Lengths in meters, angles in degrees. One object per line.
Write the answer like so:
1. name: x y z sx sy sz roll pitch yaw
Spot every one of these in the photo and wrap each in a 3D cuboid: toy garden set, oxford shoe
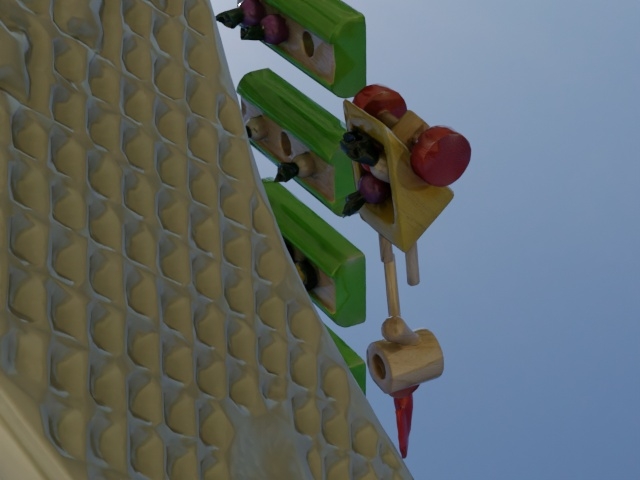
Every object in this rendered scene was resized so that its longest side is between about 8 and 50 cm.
1. toy garden set: 0.000 0.000 0.896 0.049 0.244 0.204 -16 -148 -25
2. oxford shoe: -0.084 0.012 0.399 0.130 0.449 0.169 -16 -165 31
